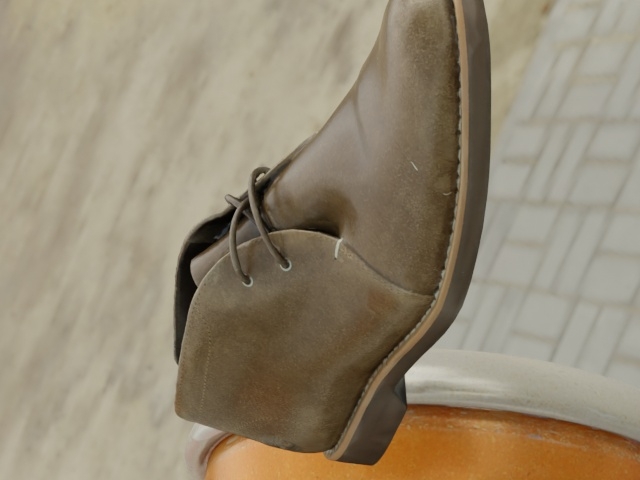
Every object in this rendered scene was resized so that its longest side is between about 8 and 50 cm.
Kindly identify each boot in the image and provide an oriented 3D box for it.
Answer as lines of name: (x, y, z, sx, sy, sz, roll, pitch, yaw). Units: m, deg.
boot: (0.000, 0.000, 0.707, 0.305, 0.115, 0.112, 108, 165, -45)

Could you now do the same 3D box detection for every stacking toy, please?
stacking toy: (0.067, 0.330, 0.923, 0.350, 0.350, 0.480, -36, 41, 53)
